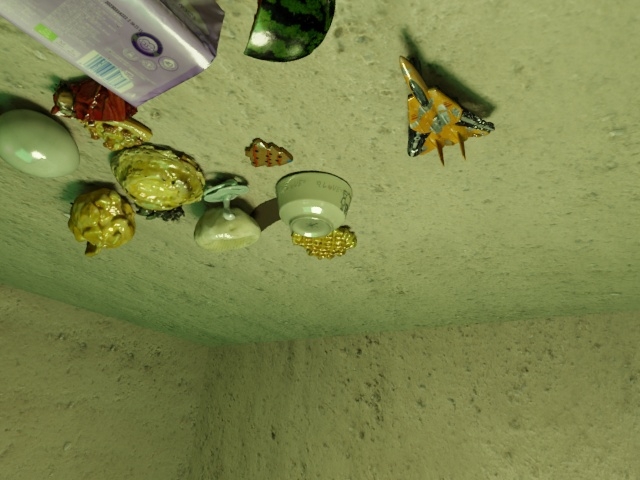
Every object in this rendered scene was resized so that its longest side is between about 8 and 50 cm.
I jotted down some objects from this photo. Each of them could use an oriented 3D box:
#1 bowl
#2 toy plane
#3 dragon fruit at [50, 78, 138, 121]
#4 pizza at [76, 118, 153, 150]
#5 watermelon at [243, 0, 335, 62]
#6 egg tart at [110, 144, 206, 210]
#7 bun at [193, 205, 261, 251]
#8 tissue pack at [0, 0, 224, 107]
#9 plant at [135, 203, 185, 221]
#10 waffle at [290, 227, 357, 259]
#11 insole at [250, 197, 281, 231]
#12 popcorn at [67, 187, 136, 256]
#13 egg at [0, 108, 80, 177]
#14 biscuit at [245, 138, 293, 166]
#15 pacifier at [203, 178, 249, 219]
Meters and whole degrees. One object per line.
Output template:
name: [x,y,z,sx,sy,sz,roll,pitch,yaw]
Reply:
bowl: [-0.024,-0.091,1.389,0.237,0.126,0.238,4,154,2]
toy plane: [0.230,-0.289,0.978,0.204,0.103,0.316,-14,143,29]
dragon fruit: [-0.520,-0.328,1.055,0.192,0.122,0.092,4,116,8]
pizza: [-0.517,-0.270,1.173,0.175,0.046,0.134,10,154,-14]
watermelon: [-0.055,-0.376,0.771,0.137,0.145,0.193,-2,155,23]
egg tart: [-0.469,-0.165,1.337,0.278,0.095,0.279,3,154,2]
bun: [-0.304,-0.045,1.504,0.231,0.133,0.231,-9,167,-2]
tissue pack: [-0.357,-0.400,0.742,0.242,0.160,0.338,-12,150,33]
plant: [-0.528,-0.100,1.506,0.174,0.087,0.085,2,120,12]
waffle: [0.000,-0.001,1.665,0.253,0.056,0.249,18,151,-32]
insole: [-0.186,-0.080,1.579,0.111,0.007,0.328,20,150,-28]
popcorn: [-0.695,-0.060,1.496,0.190,0.191,0.253,-15,177,-45]
egg: [-0.700,-0.234,1.152,0.151,0.151,0.209,-9,154,26]
biscuit: [-0.137,-0.227,1.242,0.130,0.019,0.119,6,155,-6]
pacifier: [-0.281,-0.118,1.376,0.150,0.117,0.126,-15,169,32]
